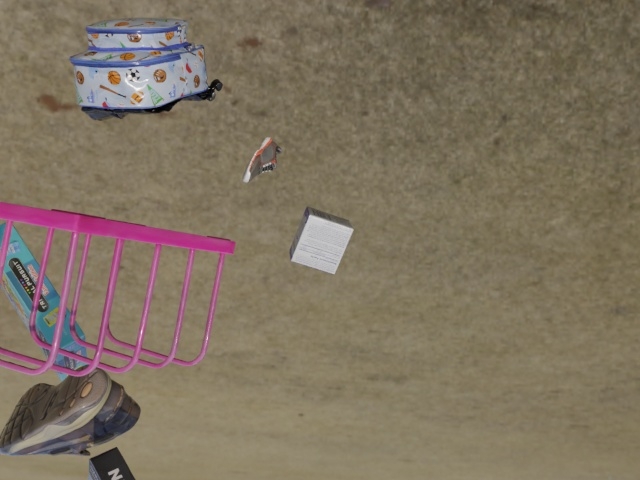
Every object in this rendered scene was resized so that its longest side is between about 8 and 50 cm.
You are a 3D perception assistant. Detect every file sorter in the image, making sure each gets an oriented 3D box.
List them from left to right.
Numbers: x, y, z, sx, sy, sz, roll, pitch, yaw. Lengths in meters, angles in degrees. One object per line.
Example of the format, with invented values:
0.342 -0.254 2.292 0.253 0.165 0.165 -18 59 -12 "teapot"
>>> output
-0.282 0.061 0.938 0.202 0.182 0.290 9 179 28 "file sorter"

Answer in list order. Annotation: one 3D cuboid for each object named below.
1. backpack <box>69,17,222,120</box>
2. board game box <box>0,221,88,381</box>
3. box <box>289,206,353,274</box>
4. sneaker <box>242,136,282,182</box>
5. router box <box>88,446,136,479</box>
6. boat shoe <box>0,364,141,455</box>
-0.385 -0.358 1.583 0.276 0.263 0.213 -1 118 17 "backpack"
-0.683 0.153 1.815 0.079 0.336 0.254 -31 166 -26 "board game box"
0.000 0.000 1.959 0.126 0.137 0.072 18 -162 -15 "box"
-0.138 -0.194 1.868 0.064 0.158 0.061 33 142 -6 "sneaker"
-0.265 0.396 1.049 0.046 0.179 0.133 -20 144 -33 "router box"
-0.433 0.318 1.282 0.130 0.132 0.355 41 139 -25 "boat shoe"
